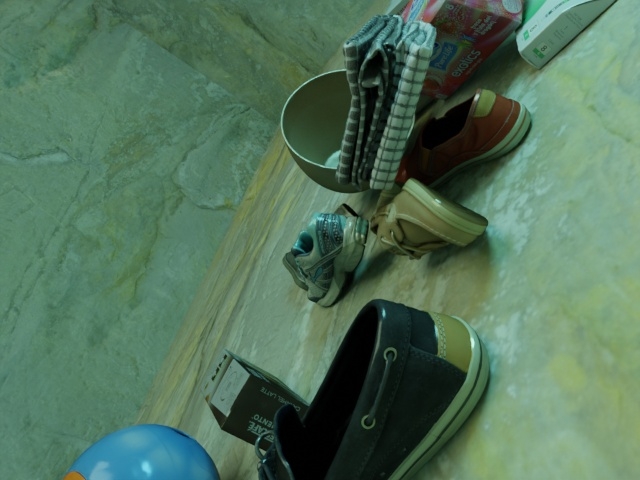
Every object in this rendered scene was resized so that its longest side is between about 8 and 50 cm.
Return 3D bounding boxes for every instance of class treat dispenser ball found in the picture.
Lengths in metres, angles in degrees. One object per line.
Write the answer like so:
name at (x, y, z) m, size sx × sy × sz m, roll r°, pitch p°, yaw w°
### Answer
treat dispenser ball at (-0.315, 0.473, 0.944) m, size 0.288 × 0.288 × 0.288 m, roll -51°, pitch 18°, yaw 23°

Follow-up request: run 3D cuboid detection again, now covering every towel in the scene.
towel at (0.099, -0.232, 0.885) m, size 0.283 × 0.121 × 0.235 m, roll -66°, pitch -11°, yaw -58°

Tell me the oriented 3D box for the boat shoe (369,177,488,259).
boat shoe at (0.150, -0.021, 0.822) m, size 0.110 × 0.122 × 0.341 m, roll -61°, pitch 6°, yaw 5°

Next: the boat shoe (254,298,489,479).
boat shoe at (-0.006, 0.277, 0.646) m, size 0.500 × 0.156 × 0.187 m, roll -56°, pitch 18°, yaw 11°

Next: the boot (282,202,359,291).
boot at (0.002, 0.000, 1.267) m, size 0.208 × 0.076 × 0.189 m, roll -62°, pitch 30°, yaw 11°

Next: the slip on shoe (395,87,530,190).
slip on shoe at (0.205, -0.163, 0.929) m, size 0.331 × 0.101 × 0.123 m, roll -27°, pitch 36°, yaw 63°

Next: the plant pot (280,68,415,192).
plant pot at (0.065, -0.214, 1.216) m, size 0.191 × 0.284 × 0.284 m, roll 79°, pitch -150°, yaw -58°

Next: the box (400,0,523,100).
box at (0.248, -0.416, 1.036) m, size 0.300 × 0.142 × 0.154 m, roll 139°, pitch 142°, yaw -74°

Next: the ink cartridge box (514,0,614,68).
ink cartridge box at (0.411, -0.406, 0.860) m, size 0.224 × 0.056 × 0.181 m, roll -46°, pitch 20°, yaw 41°

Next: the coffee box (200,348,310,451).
coffee box at (-0.122, 0.289, 0.979) m, size 0.098 × 0.141 × 0.246 m, roll -61°, pitch 16°, yaw -11°

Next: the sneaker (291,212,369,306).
sneaker at (0.002, 0.030, 1.053) m, size 0.283 × 0.122 × 0.110 m, roll 113°, pitch 174°, yaw -54°

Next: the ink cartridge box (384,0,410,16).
ink cartridge box at (0.272, -0.573, 1.344) m, size 0.127 × 0.176 × 0.128 m, roll -63°, pitch 17°, yaw -17°

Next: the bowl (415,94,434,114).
bowl at (0.239, -0.362, 1.276) m, size 0.142 × 0.053 × 0.142 m, roll -36°, pitch 27°, yaw 51°
